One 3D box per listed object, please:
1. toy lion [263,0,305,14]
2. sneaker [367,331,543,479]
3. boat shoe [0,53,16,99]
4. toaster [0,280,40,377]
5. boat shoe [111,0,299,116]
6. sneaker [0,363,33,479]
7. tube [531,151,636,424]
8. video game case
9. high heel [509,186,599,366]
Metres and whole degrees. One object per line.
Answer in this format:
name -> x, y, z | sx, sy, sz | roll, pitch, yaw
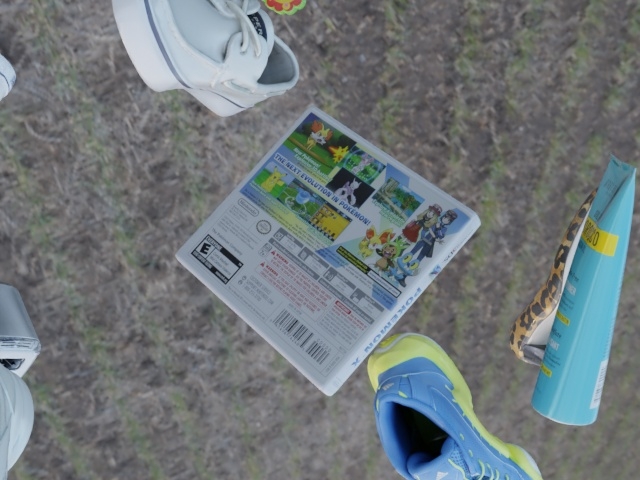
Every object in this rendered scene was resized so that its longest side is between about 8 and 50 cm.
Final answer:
toy lion -> -0.044, -0.358, 1.307 | 0.096, 0.100, 0.034 | -31, 173, 15
sneaker -> 0.112, 0.196, 0.811 | 0.091, 0.240, 0.126 | -36, -174, 21
boat shoe -> -0.524, -0.260, 1.264 | 0.258, 0.084, 0.095 | 33, 142, -13
toaster -> -0.528, 0.143, 1.451 | 0.129, 0.146, 0.227 | -49, 151, 18
boat shoe -> -0.081, -0.159, 0.787 | 0.088, 0.096, 0.267 | -14, 169, 12
sneaker -> -0.329, 0.219, 0.838 | 0.114, 0.305, 0.152 | -12, 141, 3
tube -> 0.211, 0.039, 0.754 | 0.052, 0.080, 0.207 | 9, 104, -3
video game case -> 0.000, 0.000, 1.325 | 0.300, 0.329, 0.036 | -48, 145, -5
high heel -> 0.318, 0.049, 1.324 | 0.093, 0.186, 0.261 | 6, 97, -19
